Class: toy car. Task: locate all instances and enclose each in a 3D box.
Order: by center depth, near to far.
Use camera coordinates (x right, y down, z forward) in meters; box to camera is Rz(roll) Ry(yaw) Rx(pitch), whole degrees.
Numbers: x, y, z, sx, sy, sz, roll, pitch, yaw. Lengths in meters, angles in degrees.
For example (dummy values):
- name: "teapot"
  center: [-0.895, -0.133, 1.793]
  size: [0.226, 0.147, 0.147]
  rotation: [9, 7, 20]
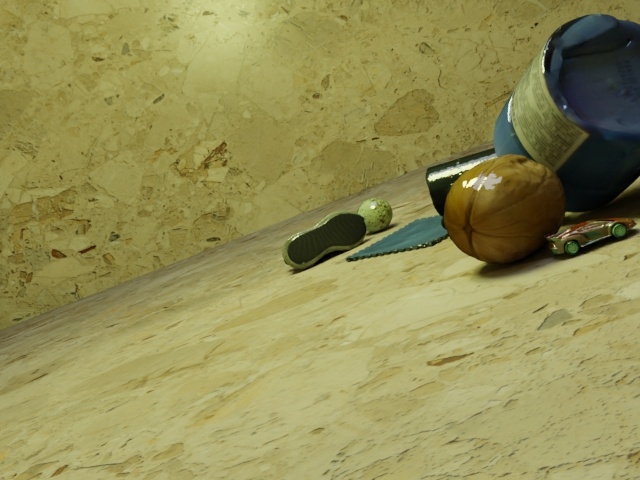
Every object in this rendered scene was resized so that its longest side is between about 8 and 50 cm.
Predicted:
- name: "toy car"
  center: [0.379, -0.011, 1.119]
  size: [0.122, 0.035, 0.059]
  rotation: [-22, 3, 7]

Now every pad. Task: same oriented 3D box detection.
- name: "pad"
  center: [0.224, -0.020, 1.734]
  size: [0.270, 0.012, 0.269]
  rotation: [-26, 9, -38]

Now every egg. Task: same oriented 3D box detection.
- name: "egg"
  center: [0.133, -0.063, 2.014]
  size: [0.085, 0.085, 0.110]
  rotation: [-25, 5, -29]

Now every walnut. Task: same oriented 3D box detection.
- name: "walnut"
  center: [0.278, -0.048, 1.211]
  size: [0.167, 0.167, 0.207]
  rotation: [-14, 8, 44]

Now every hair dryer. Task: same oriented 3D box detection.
- name: "hair dryer"
  center: [0.336, -0.100, 1.640]
  size: [0.244, 0.116, 0.302]
  rotation: [-18, 19, 23]

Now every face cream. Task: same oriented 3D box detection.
- name: "face cream"
  center: [0.428, -0.199, 1.273]
  size: [0.249, 0.249, 0.225]
  rotation: [-23, -18, -16]

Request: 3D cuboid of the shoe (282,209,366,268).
- name: "shoe"
  center: [0.000, 0.000, 1.922]
  size: [0.228, 0.099, 0.112]
  rotation: [-25, 1, -24]
